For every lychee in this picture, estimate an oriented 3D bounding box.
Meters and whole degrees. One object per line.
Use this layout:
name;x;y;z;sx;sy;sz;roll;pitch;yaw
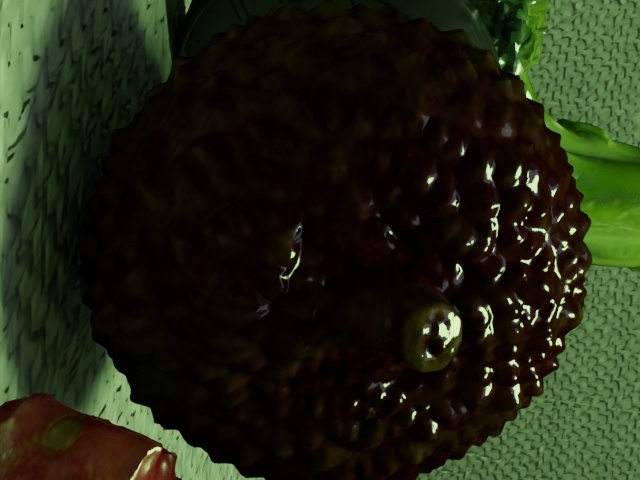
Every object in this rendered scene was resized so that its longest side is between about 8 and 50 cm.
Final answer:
lychee;0.000;0.000;0.744;0.271;0.236;0.235;-154;-111;-68

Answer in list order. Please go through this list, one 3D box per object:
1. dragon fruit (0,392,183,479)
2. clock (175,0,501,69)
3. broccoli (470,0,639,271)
dragon fruit;-0.098;0.184;0.625;0.211;0.134;0.262;-66;151;-24
clock;0.007;-0.087;0.867;0.184;0.185;0.040;89;18;-47
broccoli;0.132;-0.072;1.052;0.353;0.397;0.274;42;54;-71
